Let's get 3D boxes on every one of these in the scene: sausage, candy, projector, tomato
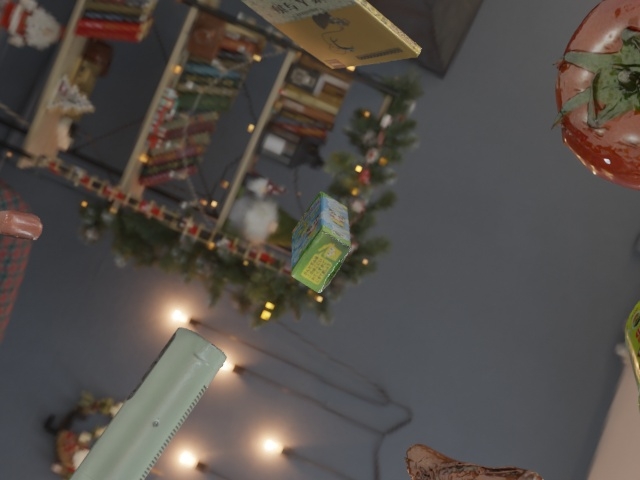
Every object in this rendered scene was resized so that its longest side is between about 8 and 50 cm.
[{"bbox_3d":[0.256,0.417,1.660,0.326,0.079,0.087,-1,-117,56],"label":"sausage"},{"bbox_3d":[0.000,0.000,1.584,0.097,0.062,0.194,-56,-167,18],"label":"candy"},{"bbox_3d":[-0.296,0.312,1.639,0.337,0.108,0.108,-56,178,-20],"label":"projector"},{"bbox_3d":[-0.607,-0.033,1.930,0.059,0.094,0.054,-4,-103,48],"label":"sausage"},{"bbox_3d":[0.534,-0.219,1.438,0.341,0.273,0.341,-11,-104,50],"label":"tomato"}]

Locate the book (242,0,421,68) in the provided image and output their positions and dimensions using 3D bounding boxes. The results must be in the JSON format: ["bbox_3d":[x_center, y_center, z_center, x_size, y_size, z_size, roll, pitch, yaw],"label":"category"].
[{"bbox_3d":[-0.015,-0.458,1.883,0.269,0.389,0.032,3,-112,49],"label":"book"}]

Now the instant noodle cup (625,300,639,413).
[{"bbox_3d":[0.722,0.221,1.805,0.221,0.311,0.311,-91,-157,-62],"label":"instant noodle cup"}]
